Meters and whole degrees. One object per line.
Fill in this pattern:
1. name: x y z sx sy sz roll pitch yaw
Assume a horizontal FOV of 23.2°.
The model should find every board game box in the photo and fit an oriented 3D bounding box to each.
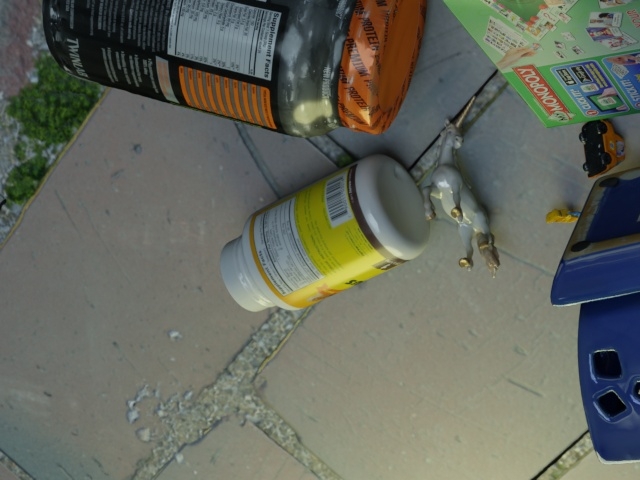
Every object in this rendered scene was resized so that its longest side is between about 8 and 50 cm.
1. board game box: 0.246 -0.194 1.360 0.213 0.317 0.046 -6 68 26

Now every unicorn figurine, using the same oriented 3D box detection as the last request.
1. unicorn figurine: 0.141 -0.046 1.578 0.060 0.111 0.162 -7 126 15

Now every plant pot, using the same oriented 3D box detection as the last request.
1. plant pot: 0.352 0.046 1.434 0.236 0.236 0.212 -14 113 30

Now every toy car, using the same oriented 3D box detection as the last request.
1. toy car: 0.266 -0.069 1.554 0.040 0.060 0.122 2 146 -26

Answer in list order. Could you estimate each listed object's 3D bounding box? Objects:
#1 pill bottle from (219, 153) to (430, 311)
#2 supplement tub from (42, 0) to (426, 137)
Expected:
1. pill bottle: 0.000 0.000 1.639 0.215 0.117 0.117 -25 103 31
2. supplement tub: -0.081 -0.221 1.514 0.338 0.207 0.207 16 119 15
